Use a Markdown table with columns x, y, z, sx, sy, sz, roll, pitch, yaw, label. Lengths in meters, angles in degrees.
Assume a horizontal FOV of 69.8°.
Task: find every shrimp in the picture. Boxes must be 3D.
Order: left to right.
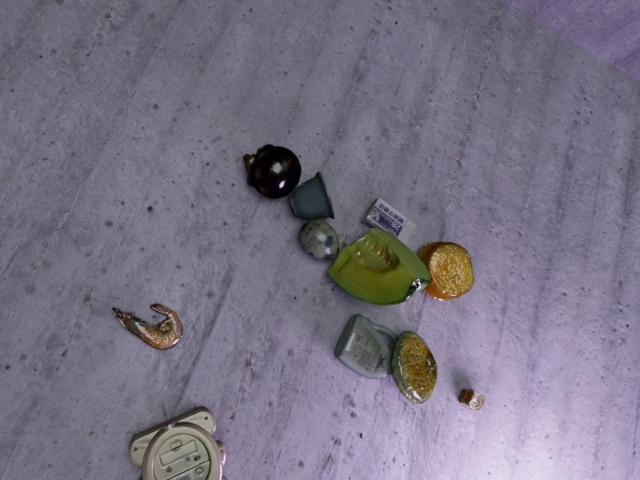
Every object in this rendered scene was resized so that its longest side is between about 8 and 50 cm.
| x | y | z | sx | sy | sz | roll | pitch | yaw | label |
| --- | --- | --- | --- | --- | --- | --- | --- | --- | --- |
| -0.591 | 0.277 | 1.582 | 0.251 | 0.052 | 0.143 | 35 | 59 | -16 | shrimp |

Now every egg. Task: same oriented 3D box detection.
| x | y | z | sx | sy | sz | roll | pitch | yaw | label |
| --- | --- | --- | --- | --- | --- | --- | --- | --- | --- |
| 0.000 | 0.000 | 1.789 | 0.181 | 0.141 | 0.141 | 46 | 68 | -8 | egg |

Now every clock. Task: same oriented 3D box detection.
| x | y | z | sx | sy | sz | roll | pitch | yaw | label |
| --- | --- | --- | --- | --- | --- | --- | --- | --- | --- |
| -0.447 | 0.730 | 1.490 | 0.284 | 0.114 | 0.309 | -18 | 86 | -23 | clock |

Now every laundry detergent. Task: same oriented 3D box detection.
| x | y | z | sx | sy | sz | roll | pitch | yaw | label |
| --- | --- | --- | --- | --- | --- | --- | --- | --- | --- |
| 0.213 | 0.431 | 1.777 | 0.281 | 0.105 | 0.214 | 31 | 69 | -9 | laundry detergent |

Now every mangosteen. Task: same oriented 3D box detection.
| x | y | z | sx | sy | sz | roll | pitch | yaw | label |
| --- | --- | --- | --- | --- | --- | --- | --- | --- | --- |
| -0.199 | -0.273 | 1.769 | 0.250 | 0.211 | 0.211 | 26 | 69 | 17 | mangosteen |

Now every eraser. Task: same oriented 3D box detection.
| x | y | z | sx | sy | sz | roll | pitch | yaw | label |
| --- | --- | --- | --- | --- | --- | --- | --- | --- | --- |
| 0.290 | -0.071 | 1.940 | 0.210 | 0.068 | 0.124 | 35 | 67 | -8 | eraser |

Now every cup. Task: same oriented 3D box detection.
| x | y | z | sx | sy | sz | roll | pitch | yaw | label |
| --- | --- | --- | --- | --- | --- | --- | --- | --- | --- |
| -0.045 | -0.154 | 1.806 | 0.150 | 0.199 | 0.198 | -19 | 84 | -3 | cup |

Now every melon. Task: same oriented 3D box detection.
| x | y | z | sx | sy | sz | roll | pitch | yaw | label |
| --- | --- | --- | --- | --- | --- | --- | --- | --- | --- |
| 0.240 | 0.110 | 1.726 | 0.332 | 0.226 | 0.343 | -23 | 50 | -21 | melon |

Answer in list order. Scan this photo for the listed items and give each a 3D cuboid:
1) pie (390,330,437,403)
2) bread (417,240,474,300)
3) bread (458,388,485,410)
| x | y | z | sx | sy | sz | roll | pitch | yaw | label |
| --- | --- | --- | --- | --- | --- | --- | --- | --- | --- |
| 0.359 | 0.486 | 1.776 | 0.277 | 0.079 | 0.276 | 24 | 55 | -39 | pie |
| 0.522 | 0.127 | 1.931 | 0.269 | 0.146 | 0.267 | 3 | 77 | -14 | bread |
| 0.620 | 0.651 | 1.874 | 0.077 | 0.083 | 0.070 | 30 | 74 | -10 | bread |
